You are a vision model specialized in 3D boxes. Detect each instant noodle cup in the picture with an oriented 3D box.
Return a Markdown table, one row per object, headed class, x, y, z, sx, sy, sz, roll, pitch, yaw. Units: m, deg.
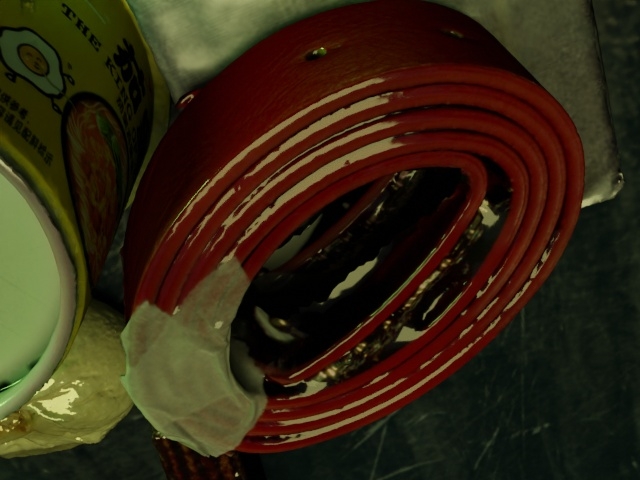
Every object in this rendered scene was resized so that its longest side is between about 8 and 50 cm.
| class | x | y | z | sx | sy | sz | roll | pitch | yaw |
| --- | --- | --- | --- | --- | --- | --- | --- | --- | --- |
| instant noodle cup | -0.263 | -0.045 | 0.553 | 0.325 | 0.254 | 0.326 | -3 | 125 | -4 |

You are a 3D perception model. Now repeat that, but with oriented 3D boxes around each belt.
| class | x | y | z | sx | sy | sz | roll | pitch | yaw |
| --- | --- | --- | --- | --- | --- | --- | --- | --- | --- |
| belt | 0.000 | 0.000 | 0.545 | 0.324 | 0.115 | 0.227 | -41 | 123 | 13 |

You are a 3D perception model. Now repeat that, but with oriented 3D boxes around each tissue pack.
| class | x | y | z | sx | sy | sz | roll | pitch | yaw |
| --- | --- | --- | --- | --- | --- | --- | --- | --- | --- |
| tissue pack | 0.029 | -0.160 | 0.589 | 0.288 | 0.124 | 0.394 | -20 | 124 | 4 |

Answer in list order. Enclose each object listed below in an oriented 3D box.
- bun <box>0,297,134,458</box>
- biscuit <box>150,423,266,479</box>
| class | x | y | z | sx | sy | sz | roll | pitch | yaw |
| --- | --- | --- | --- | --- | --- | --- | --- | --- | --- |
| bun | -0.248 | 0.126 | 0.755 | 0.188 | 0.111 | 0.164 | 1 | 127 | -12 |
| biscuit | -0.090 | 0.267 | 0.874 | 0.073 | 0.107 | 0.388 | -12 | 124 | 0 |
